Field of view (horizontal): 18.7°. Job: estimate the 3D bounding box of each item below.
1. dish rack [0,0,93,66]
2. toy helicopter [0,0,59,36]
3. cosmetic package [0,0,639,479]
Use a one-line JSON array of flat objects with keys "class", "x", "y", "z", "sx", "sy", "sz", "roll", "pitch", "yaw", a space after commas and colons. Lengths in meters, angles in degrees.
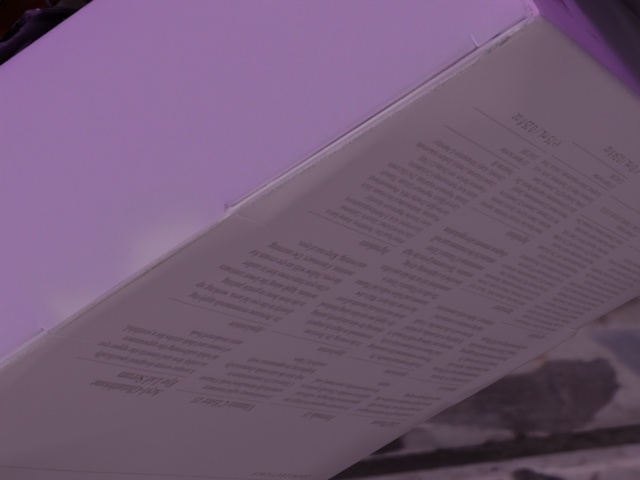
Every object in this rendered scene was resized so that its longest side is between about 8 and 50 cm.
[{"class": "dish rack", "x": -0.083, "y": -0.025, "z": 0.832, "sx": 0.208, "sy": 0.271, "sz": 0.074, "roll": -42, "pitch": 71, "yaw": 30}, {"class": "toy helicopter", "x": -0.258, "y": -0.207, "z": 0.789, "sx": 0.235, "sy": 0.140, "sz": 0.355, "roll": -3, "pitch": 117, "yaw": 20}, {"class": "cosmetic package", "x": 0.000, "y": 0.000, "z": 0.752, "sx": 0.284, "sy": 0.097, "sz": 0.377, "roll": -34, "pitch": 161, "yaw": 15}]
